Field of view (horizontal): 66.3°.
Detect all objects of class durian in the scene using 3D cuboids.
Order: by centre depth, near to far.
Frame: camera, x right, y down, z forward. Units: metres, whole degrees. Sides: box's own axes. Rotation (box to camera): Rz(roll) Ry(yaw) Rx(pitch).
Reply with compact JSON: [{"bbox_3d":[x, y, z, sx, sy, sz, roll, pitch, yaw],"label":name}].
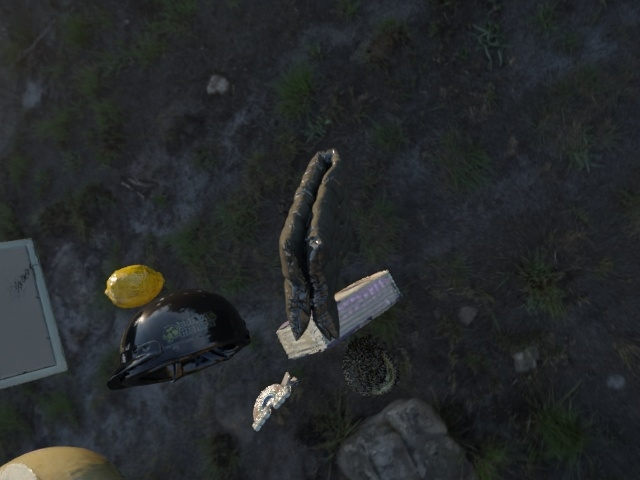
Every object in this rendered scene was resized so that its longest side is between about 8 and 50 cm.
[{"bbox_3d":[0.156,0.379,1.501,0.166,0.196,0.196,-11,82,18],"label":"durian"}]

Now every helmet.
[{"bbox_3d":[-0.285,0.183,0.972,0.230,0.278,0.161,-48,55,57],"label":"helmet"}]

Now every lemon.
[{"bbox_3d":[-0.500,0.123,1.322,0.114,0.155,0.114,46,145,47],"label":"lemon"}]

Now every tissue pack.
[{"bbox_3d":[0.062,0.227,1.505,0.242,0.343,0.125,-35,82,53],"label":"tissue pack"}]

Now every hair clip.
[{"bbox_3d":[-0.169,0.573,1.767,0.220,0.054,0.140,-46,24,-7],"label":"hair clip"}]

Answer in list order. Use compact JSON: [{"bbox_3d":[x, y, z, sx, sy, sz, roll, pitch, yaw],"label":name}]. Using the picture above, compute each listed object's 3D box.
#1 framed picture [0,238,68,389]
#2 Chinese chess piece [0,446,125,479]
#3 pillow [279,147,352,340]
[{"bbox_3d":[-0.605,0.135,0.865,0.296,0.232,0.019,62,140,24],"label":"framed picture"},{"bbox_3d":[-0.308,0.360,0.534,0.250,0.097,0.251,-15,64,33],"label":"Chinese chess piece"},{"bbox_3d":[0.000,0.000,0.927,0.101,0.326,0.228,2,128,8],"label":"pillow"}]
